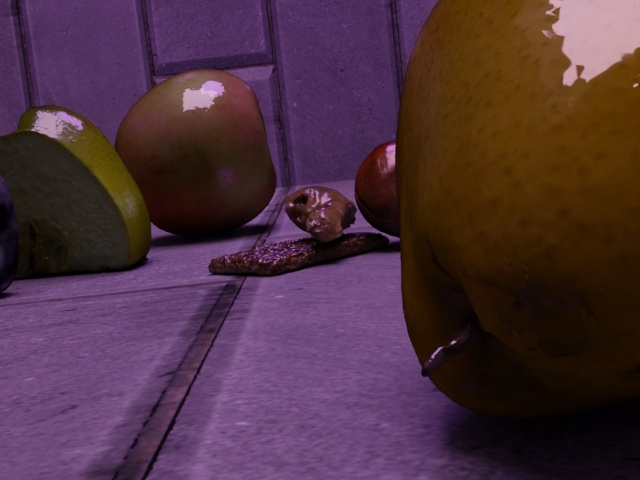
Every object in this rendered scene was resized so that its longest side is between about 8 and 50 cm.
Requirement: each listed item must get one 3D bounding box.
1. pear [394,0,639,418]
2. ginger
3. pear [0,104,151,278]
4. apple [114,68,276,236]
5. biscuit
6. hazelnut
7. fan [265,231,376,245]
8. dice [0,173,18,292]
[{"bbox_3d":[0.156,-0.055,0.482,0.285,0.285,0.336,-1,7,38],"label":"pear"},{"bbox_3d":[-0.005,-0.037,1.179,0.096,0.067,0.165,19,9,6],"label":"ginger"},{"bbox_3d":[-0.399,-0.070,1.341,0.292,0.292,0.159,-5,16,11],"label":"pear"},{"bbox_3d":[-0.231,-0.156,1.666,0.277,0.319,0.319,-15,7,-1],"label":"apple"},{"bbox_3d":[-0.025,0.014,1.177,0.131,0.025,0.231,0,9,43],"label":"biscuit"},{"bbox_3d":[0.119,-0.057,1.208,0.150,0.150,0.150,-6,6,1],"label":"hazelnut"},{"bbox_3d":[0.000,0.000,1.360,0.175,0.005,0.113,-7,6,-5],"label":"fan"},{"bbox_3d":[-0.506,-0.007,1.132,0.181,0.182,0.183,0,10,37],"label":"dice"}]
